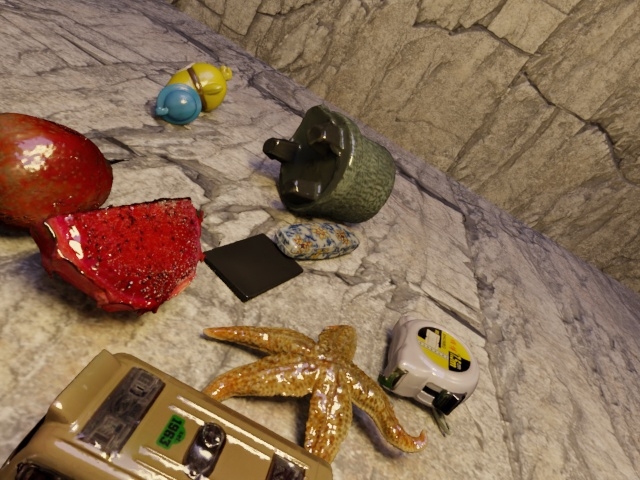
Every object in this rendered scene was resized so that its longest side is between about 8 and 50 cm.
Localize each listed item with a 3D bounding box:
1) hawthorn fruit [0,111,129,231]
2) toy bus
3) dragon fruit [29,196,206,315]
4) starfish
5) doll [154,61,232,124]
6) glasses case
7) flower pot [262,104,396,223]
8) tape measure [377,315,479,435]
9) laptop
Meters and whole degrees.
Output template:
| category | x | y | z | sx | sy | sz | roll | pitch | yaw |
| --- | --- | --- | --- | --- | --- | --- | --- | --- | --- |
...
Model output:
| category | x | y | z | sx | sy | sz | roll | pitch | yaw |
| --- | --- | --- | --- | --- | --- | --- | --- | --- | --- |
| hawthorn fruit | -0.403 | -0.102 | 0.621 | 0.181 | 0.181 | 0.235 | 46 | 36 | 22 |
| toy bus | -0.141 | 0.235 | 0.396 | 0.290 | 0.157 | 0.139 | 31 | 29 | -3 |
| dragon fruit | -0.290 | 0.015 | 0.604 | 0.190 | 0.162 | 0.262 | 12 | 19 | 23 |
| starfish | 0.000 | 0.214 | 0.630 | 0.375 | 0.094 | 0.327 | 34 | 31 | 11 |
| doll | -0.386 | -0.440 | 1.203 | 0.200 | 0.145 | 0.362 | -2 | 35 | 18 |
| glasses case | 0.000 | 0.000 | 0.968 | 0.248 | 0.065 | 0.087 | -2 | 42 | -47 |
| flower pot | 0.019 | -0.205 | 1.071 | 0.283 | 0.299 | 0.299 | 14 | 35 | -40 |
| tape measure | 0.211 | 0.245 | 0.783 | 0.179 | 0.105 | 0.196 | 29 | 28 | 8 |
| laptop | -0.134 | 0.048 | 0.825 | 0.135 | 0.016 | 0.197 | 42 | 29 | 16 |
